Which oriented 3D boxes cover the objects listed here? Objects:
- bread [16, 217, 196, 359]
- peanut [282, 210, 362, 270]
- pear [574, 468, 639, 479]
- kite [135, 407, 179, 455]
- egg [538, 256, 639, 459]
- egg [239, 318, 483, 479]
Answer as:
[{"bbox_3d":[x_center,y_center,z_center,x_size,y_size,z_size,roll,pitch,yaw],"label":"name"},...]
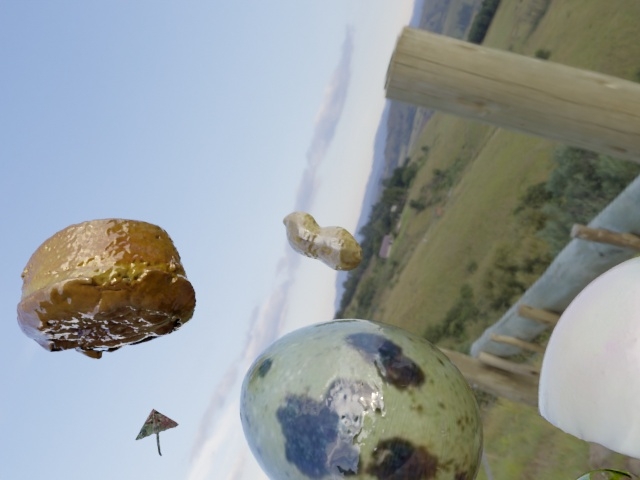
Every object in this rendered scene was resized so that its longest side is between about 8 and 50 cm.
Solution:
[{"bbox_3d":[-0.432,0.103,1.248,0.358,0.336,0.204,129,138,-52],"label":"bread"},{"bbox_3d":[0.000,0.000,1.488,0.103,0.229,0.098,-22,-45,-66],"label":"peanut"},{"bbox_3d":[0.533,0.542,1.136,0.187,0.187,0.220,-61,-30,-64],"label":"pear"},{"bbox_3d":[-0.499,0.587,1.863,0.011,0.139,0.157,7,104,60],"label":"kite"},{"bbox_3d":[0.580,0.192,1.047,0.354,0.354,0.340,43,-119,-84],"label":"egg"},{"bbox_3d":[0.061,0.302,1.037,0.345,0.427,0.345,-38,-42,-45],"label":"egg"}]
